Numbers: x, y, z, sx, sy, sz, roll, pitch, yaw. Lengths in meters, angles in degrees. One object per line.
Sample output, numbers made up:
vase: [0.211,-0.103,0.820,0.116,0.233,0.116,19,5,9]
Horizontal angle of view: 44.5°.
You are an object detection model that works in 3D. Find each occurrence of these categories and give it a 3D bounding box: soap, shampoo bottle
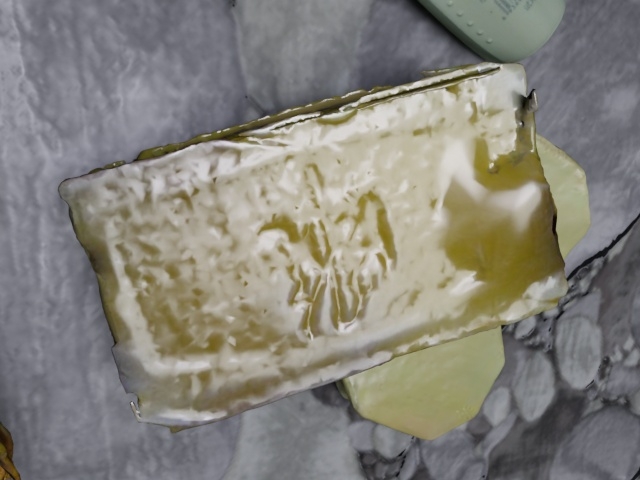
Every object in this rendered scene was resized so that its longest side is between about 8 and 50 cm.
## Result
soap: [0.000,0.000,0.403,0.233,0.076,0.135,-16,104,-4]
shampoo bottle: [0.053,-0.179,0.422,0.212,0.049,0.072,35,91,-29]

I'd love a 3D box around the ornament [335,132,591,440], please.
ornament: [0.055,0.012,0.477,0.180,0.059,0.201,26,95,-23]

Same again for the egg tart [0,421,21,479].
egg tart: [-0.269,0.105,0.312,0.279,0.095,0.279,-13,130,-16]
